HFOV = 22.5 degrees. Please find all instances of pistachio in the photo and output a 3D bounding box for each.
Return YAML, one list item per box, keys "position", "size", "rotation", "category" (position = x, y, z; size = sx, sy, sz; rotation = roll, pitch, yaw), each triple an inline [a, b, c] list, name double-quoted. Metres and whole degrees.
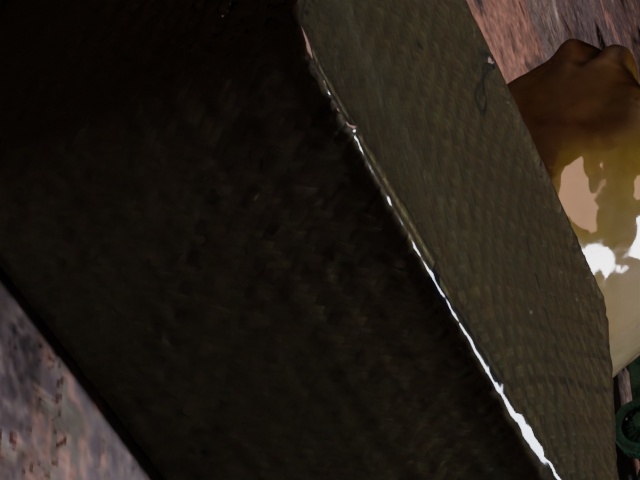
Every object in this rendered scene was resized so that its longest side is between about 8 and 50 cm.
- position: [0.167, 0.008, 1.040]
  size: [0.260, 0.163, 0.212]
  rotation: [70, 36, -48]
  category: "pistachio"

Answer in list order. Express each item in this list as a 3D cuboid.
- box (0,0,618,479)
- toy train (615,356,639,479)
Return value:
- position: [0.002, -0.001, 0.621]
  size: [0.273, 0.143, 0.184]
  rotation: [59, 25, -32]
  category: "box"
- position: [0.322, 0.112, 1.340]
  size: [0.105, 0.157, 0.253]
  rotation: [56, 26, -38]
  category: "toy train"
